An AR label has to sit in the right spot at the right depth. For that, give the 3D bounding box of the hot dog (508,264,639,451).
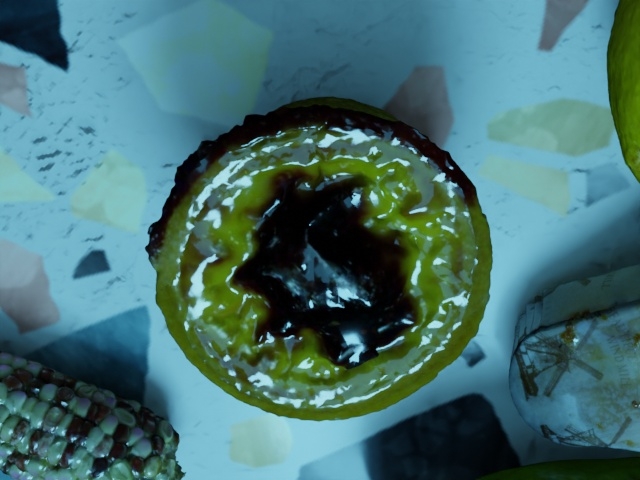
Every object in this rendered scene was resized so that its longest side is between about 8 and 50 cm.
[{"bbox_3d":[0.255,0.081,0.826,0.268,0.075,0.144,-12,100,30],"label":"hot dog"}]

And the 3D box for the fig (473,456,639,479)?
[{"bbox_3d":[0.192,0.261,0.852,0.314,0.233,0.233,-22,109,16],"label":"fig"}]

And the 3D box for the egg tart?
[{"bbox_3d":[0.000,0.000,0.785,0.215,0.171,0.215,0,111,0],"label":"egg tart"}]

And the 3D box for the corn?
[{"bbox_3d":[-0.232,0.123,0.888,0.280,0.092,0.092,28,109,-5],"label":"corn"}]

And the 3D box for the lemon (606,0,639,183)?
[{"bbox_3d":[0.270,-0.111,0.726,0.188,0.188,0.257,13,113,-4],"label":"lemon"}]
